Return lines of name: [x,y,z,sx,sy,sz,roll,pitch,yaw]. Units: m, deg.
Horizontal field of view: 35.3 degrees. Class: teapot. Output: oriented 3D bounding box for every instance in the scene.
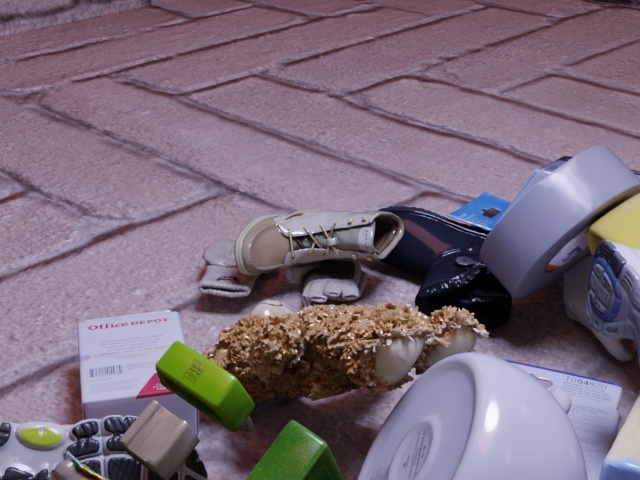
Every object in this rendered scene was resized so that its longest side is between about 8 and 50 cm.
teapot: [0.155,0.241,0.909,0.187,0.256,0.252,32,-2,-12]

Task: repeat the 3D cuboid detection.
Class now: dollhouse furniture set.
dollhouse furniture set: [-0.144,0.276,0.917,0.198,0.151,0.301,29,66,24]

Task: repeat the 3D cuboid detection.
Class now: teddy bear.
teddy bear: [0.014,0.107,1.095,0.245,0.113,0.338,-11,-2,-28]

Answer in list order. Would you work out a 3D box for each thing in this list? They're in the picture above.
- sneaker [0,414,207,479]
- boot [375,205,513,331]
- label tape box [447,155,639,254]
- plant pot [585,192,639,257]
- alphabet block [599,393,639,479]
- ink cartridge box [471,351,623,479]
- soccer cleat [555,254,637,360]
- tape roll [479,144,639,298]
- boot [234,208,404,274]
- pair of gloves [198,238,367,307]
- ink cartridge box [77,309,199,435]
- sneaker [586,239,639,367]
sneaker: [-0.253,0.230,1.027,0.279,0.107,0.118,10,-17,-10]
boot: [0.155,0.038,1.419,0.247,0.094,0.207,12,24,10]
label tape box: [0.396,-0.058,1.518,0.348,0.115,0.249,16,15,19]
plant pot: [0.486,0.020,1.190,0.239,0.254,0.254,-36,30,2]
alphabet block: [0.362,0.245,0.903,0.194,0.192,0.197,17,32,26]
ink cartridge box: [0.211,0.213,1.121,0.223,0.045,0.224,11,29,21]
soccer cleat: [0.370,0.098,1.350,0.076,0.068,0.196,-36,31,22]
tape roll: [0.311,-0.022,1.298,0.219,0.219,0.072,-22,64,-38]
boot: [0.000,0.000,1.387,0.165,0.077,0.213,3,15,37]
pair of gloves: [-0.052,0.043,1.467,0.240,0.042,0.204,2,24,-4]
ink cartridge box: [-0.218,0.162,1.190,0.128,0.072,0.175,-6,27,-12]
sneaker: [0.344,0.082,0.907,0.129,0.111,0.297,3,27,-7]
